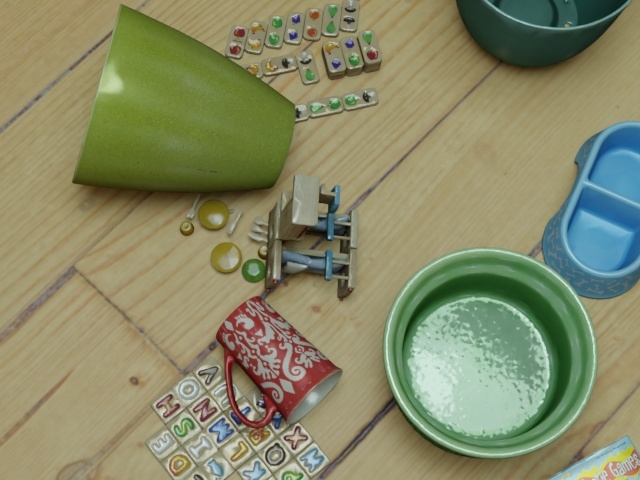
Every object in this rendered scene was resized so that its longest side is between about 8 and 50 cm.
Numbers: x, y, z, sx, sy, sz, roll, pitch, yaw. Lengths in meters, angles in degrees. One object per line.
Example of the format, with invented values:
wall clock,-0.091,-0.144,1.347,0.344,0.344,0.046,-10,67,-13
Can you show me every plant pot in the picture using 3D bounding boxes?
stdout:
plant pot,0.341,-0.409,1.857,0.293,0.235,0.293,0,73,-1
plant pot,-0.196,-0.179,1.782,0.293,0.275,0.275,16,72,-12

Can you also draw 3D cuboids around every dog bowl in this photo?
dog bowl,0.458,-0.056,1.833,0.166,0.074,0.297,24,73,7

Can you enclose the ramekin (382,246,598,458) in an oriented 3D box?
ramekin,0.237,0.174,1.717,0.303,0.148,0.303,0,72,-1

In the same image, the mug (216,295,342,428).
mug,-0.077,0.179,1.725,0.150,0.113,0.169,-34,71,-35

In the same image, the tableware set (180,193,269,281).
tableware set,-0.145,-0.002,1.832,0.154,0.024,0.104,23,77,5

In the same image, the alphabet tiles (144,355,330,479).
alphabet tiles,-0.134,0.297,1.745,0.198,0.009,0.237,-38,77,-11

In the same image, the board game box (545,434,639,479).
board game box,0.425,0.434,1.642,0.142,0.144,0.275,-26,74,-8

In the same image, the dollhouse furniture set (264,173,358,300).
dollhouse furniture set,0.000,0.000,1.736,0.129,0.184,0.129,7,72,-13

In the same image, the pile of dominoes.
pile of dominoes,-0.031,-0.293,1.915,0.251,0.040,0.196,-13,73,-6
